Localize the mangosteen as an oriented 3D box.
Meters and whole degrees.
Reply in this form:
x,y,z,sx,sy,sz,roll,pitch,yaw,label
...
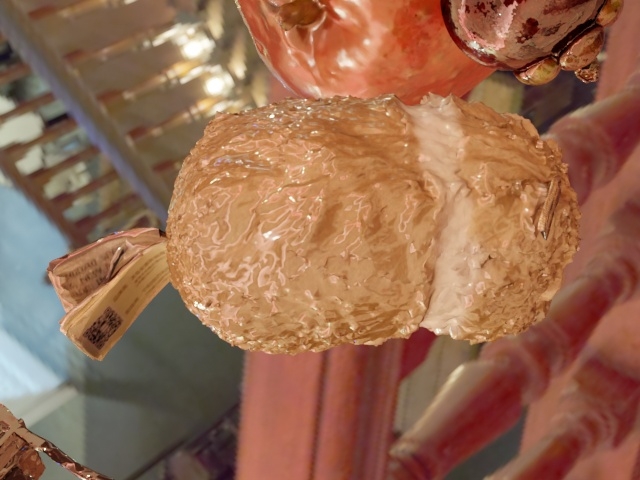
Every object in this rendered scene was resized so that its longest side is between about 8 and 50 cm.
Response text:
x,y,z,sx,sy,sz,roll,pitch,yaw,label
0.160,-0.172,1.055,0.140,0.140,0.140,19,124,31,mangosteen

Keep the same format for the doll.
x,y,z,sx,sy,sz,roll,pitch,yaw,label
-0.004,-0.006,0.595,0.221,0.115,0.105,-3,79,5,doll

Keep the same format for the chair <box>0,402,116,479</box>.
x,y,z,sx,sy,sz,roll,pitch,yaw,label
-0.256,0.211,1.173,0.229,0.106,0.113,31,152,22,chair

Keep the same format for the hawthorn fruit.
x,y,z,sx,sy,sz,roll,pitch,yaw,label
0.049,-0.231,1.235,0.275,0.299,0.275,19,126,28,hawthorn fruit
